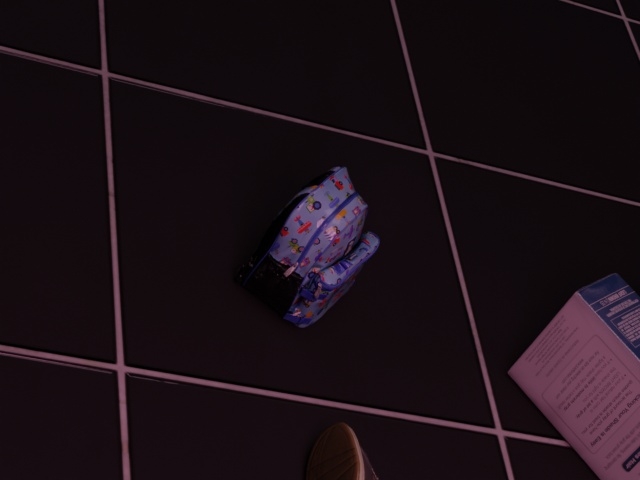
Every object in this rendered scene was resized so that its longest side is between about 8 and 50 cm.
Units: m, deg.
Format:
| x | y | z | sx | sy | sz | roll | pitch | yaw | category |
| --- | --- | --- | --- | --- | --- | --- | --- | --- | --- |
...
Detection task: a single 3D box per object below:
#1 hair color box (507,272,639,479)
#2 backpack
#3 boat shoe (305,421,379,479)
| x | y | z | sx | sy | sz | roll | pitch | yaw | category |
| --- | --- | --- | --- | --- | --- | --- | --- | --- | --- |
| 0.416 | 0.229 | 1.967 | 0.105 | 0.174 | 0.347 | -20 | 62 | -45 | hair color box |
| 0.000 | 0.000 | 1.929 | 0.117 | 0.173 | 0.158 | 40 | 40 | 9 | backpack |
| 0.041 | 0.305 | 1.732 | 0.073 | 0.080 | 0.223 | 34 | 29 | -37 | boat shoe |
